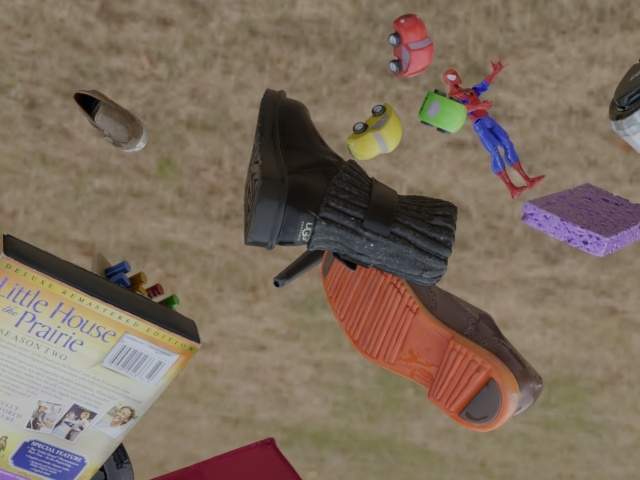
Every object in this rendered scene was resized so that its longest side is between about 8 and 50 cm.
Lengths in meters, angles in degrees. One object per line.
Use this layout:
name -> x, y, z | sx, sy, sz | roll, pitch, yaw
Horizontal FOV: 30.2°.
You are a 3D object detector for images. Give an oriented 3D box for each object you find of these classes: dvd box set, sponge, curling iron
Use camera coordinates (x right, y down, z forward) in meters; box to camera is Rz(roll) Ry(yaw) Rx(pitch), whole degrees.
dvd box set -> -0.403, 0.214, 1.588 | 0.307, 0.062, 0.420 | 28, 112, -31
sponge -> 0.356, -0.030, 1.542 | 0.117, 0.031, 0.210 | 27, -157, 28
curling iron -> 0.000, 0.000, 1.795 | 0.035, 0.274, 0.068 | -28, 102, 43

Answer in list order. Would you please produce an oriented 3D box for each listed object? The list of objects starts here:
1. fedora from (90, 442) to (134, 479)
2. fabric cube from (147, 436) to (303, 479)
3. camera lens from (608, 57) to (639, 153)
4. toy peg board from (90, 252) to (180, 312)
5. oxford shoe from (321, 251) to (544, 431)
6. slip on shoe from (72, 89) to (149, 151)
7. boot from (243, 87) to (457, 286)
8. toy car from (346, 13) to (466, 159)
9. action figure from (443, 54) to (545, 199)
fedora -> -0.478, 0.368, 2.114 | 0.334, 0.334, 0.152 | 6, -159, 3
fabric cube -> -0.120, 0.486, 1.721 | 0.259, 0.258, 0.254 | -16, -156, -18
camera lens -> 0.664, -0.211, 2.084 | 0.274, 0.219, 0.219 | 39, 153, -10
toy peg board -> -0.289, 0.109, 1.874 | 0.079, 0.161, 0.161 | -25, 126, 13
oxford shoe -> 0.145, 0.120, 1.619 | 0.132, 0.363, 0.130 | -11, 135, -48
slip on shoe -> -0.282, -0.163, 1.578 | 0.135, 0.051, 0.041 | 43, -169, 33
boot -> 0.034, -0.069, 1.557 | 0.260, 0.348, 0.131 | 10, 124, -9
toy car -> 0.165, -0.216, 1.865 | 0.225, 0.239, 0.053 | 14, -168, -44
action figure -> 0.338, -0.232, 2.257 | 0.091, 0.280, 0.139 | -28, 167, -39
